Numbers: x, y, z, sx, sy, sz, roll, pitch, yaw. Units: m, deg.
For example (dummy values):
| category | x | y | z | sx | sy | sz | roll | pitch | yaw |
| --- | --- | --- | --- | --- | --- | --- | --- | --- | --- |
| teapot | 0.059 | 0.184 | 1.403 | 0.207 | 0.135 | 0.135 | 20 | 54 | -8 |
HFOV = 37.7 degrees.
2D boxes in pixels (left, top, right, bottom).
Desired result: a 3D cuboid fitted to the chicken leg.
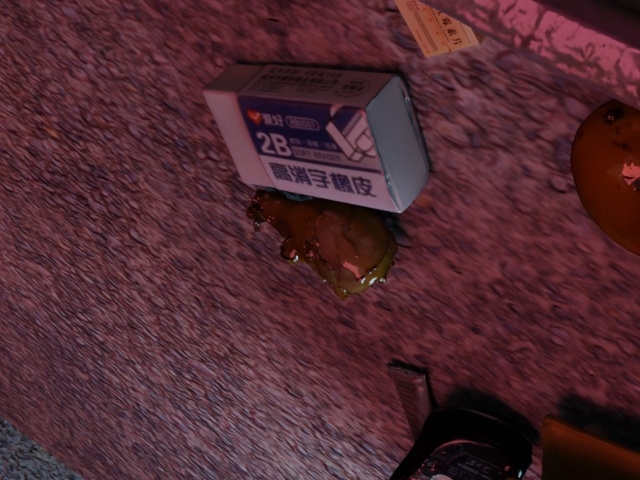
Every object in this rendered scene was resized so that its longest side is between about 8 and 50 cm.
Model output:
| category | x | y | z | sx | sy | sz | roll | pitch | yaw |
| --- | --- | --- | --- | --- | --- | --- | --- | --- | --- |
| chicken leg | 0.000 | -0.003 | 1.022 | 0.207 | 0.085 | 0.101 | 24 | 158 | 39 |

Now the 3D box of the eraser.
| category | x | y | z | sx | sy | sz | roll | pitch | yaw |
| --- | --- | --- | --- | --- | --- | --- | --- | --- | --- |
| eraser | -0.007 | -0.103 | 0.907 | 0.210 | 0.068 | 0.125 | 13 | 140 | 38 |

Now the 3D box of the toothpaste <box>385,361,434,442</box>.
| category | x | y | z | sx | sy | sz | roll | pitch | yaw |
| --- | --- | --- | --- | --- | --- | --- | --- | --- | --- |
| toothpaste | 0.134 | 0.238 | 1.221 | 0.056 | 0.036 | 0.205 | 9 | 133 | 36 |

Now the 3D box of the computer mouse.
| category | x | y | z | sx | sy | sz | roll | pitch | yaw |
| --- | --- | --- | --- | --- | --- | --- | --- | --- | --- |
| computer mouse | 0.171 | 0.285 | 1.167 | 0.137 | 0.096 | 0.233 | 24 | 128 | -8 |

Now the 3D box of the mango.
| category | x | y | z | sx | sy | sz | roll | pitch | yaw |
| --- | --- | --- | --- | --- | --- | --- | --- | --- | --- |
| mango | 0.239 | -0.039 | 0.711 | 0.105 | 0.084 | 0.159 | 20 | 144 | 39 |

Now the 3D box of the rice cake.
| category | x | y | z | sx | sy | sz | roll | pitch | yaw |
| --- | --- | --- | --- | --- | --- | --- | --- | --- | --- |
| rice cake | 0.165 | -0.157 | 0.620 | 0.297 | 0.106 | 0.050 | 31 | 138 | 14 |

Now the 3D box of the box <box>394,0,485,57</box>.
| category | x | y | z | sx | sy | sz | roll | pitch | yaw |
| --- | --- | --- | --- | --- | --- | --- | --- | --- | --- |
| box | 0.087 | -0.191 | 0.744 | 0.058 | 0.015 | 0.093 | -5 | 127 | 47 |

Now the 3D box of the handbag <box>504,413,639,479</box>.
| category | x | y | z | sx | sy | sz | roll | pitch | yaw |
| --- | --- | --- | --- | --- | --- | --- | --- | --- | --- |
| handbag | 0.405 | 0.334 | 0.972 | 0.400 | 0.133 | 0.283 | 12 | 144 | 38 |
